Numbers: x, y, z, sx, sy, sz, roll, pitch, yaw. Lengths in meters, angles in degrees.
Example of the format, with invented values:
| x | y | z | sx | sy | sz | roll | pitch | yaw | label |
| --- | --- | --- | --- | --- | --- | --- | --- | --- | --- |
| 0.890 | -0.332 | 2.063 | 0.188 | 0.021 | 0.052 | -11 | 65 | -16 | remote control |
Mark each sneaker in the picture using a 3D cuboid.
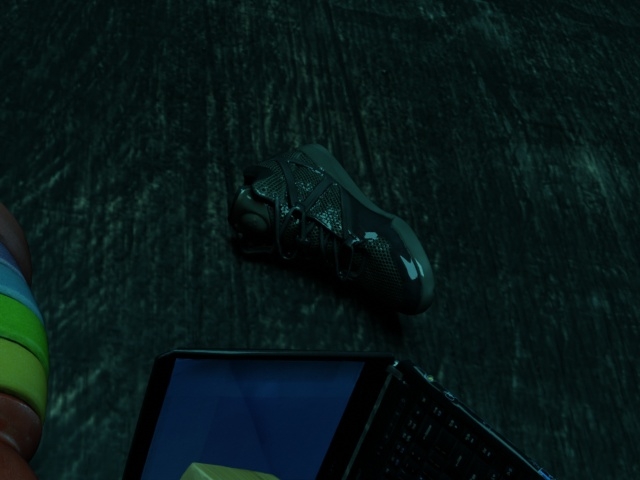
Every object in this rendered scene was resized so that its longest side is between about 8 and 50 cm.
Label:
| x | y | z | sx | sy | sz | roll | pitch | yaw | label |
| --- | --- | --- | --- | --- | --- | --- | --- | --- | --- |
| 0.000 | 0.000 | 1.220 | 0.130 | 0.087 | 0.227 | -17 | 49 | -34 | sneaker |

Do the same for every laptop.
| x | y | z | sx | sy | sz | roll | pitch | yaw | label |
| --- | --- | --- | --- | --- | --- | --- | --- | --- | --- |
| 0.010 | 0.200 | 0.877 | 0.264 | 0.234 | 0.136 | 39 | 44 | 21 | laptop |

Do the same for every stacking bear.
| x | y | z | sx | sy | sz | roll | pitch | yaw | label |
| --- | --- | --- | --- | --- | --- | --- | --- | --- | --- |
| -0.260 | 0.114 | 0.931 | 0.175 | 0.164 | 0.289 | -2 | 49 | -25 | stacking bear |

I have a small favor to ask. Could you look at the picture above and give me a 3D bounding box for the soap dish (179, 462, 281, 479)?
| x | y | z | sx | sy | sz | roll | pitch | yaw | label |
| --- | --- | --- | --- | --- | --- | --- | --- | --- | --- |
| 0.000 | 0.293 | 0.789 | 0.291 | 0.229 | 0.118 | 36 | 25 | 18 | soap dish |
